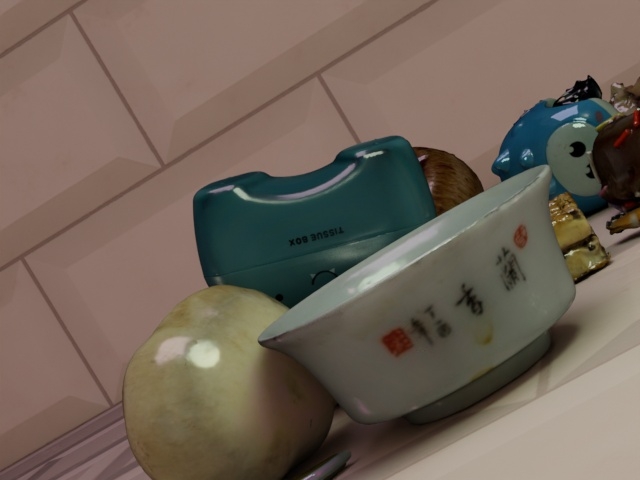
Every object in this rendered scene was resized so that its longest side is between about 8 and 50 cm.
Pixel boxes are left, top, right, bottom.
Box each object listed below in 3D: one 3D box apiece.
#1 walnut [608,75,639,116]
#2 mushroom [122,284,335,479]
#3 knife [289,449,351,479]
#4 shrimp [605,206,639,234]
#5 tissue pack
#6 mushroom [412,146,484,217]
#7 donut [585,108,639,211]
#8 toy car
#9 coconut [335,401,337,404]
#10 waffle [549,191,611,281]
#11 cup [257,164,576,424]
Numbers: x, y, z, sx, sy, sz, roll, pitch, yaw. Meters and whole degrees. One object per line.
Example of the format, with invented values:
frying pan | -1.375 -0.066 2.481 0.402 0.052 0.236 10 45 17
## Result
walnut | 0.528 -0.196 2.460 0.238 0.141 0.204 -31 -10 23
mushroom | -0.121 0.179 1.599 0.234 0.254 0.260 -17 -31 40
knife | -0.118 0.301 1.465 0.343 0.027 0.061 -31 -2 7
shrimp | 0.439 -0.058 1.792 0.166 0.049 0.161 -32 7 34
tissue pack | 0.000 0.000 1.731 0.287 0.206 0.198 -13 8 2
mushroom | 0.060 -0.007 2.164 0.331 0.356 0.334 125 165 -56
donut | 0.529 -0.169 1.951 0.345 0.136 0.259 -32 -1 -1
toy car | 0.372 -0.119 2.214 0.190 0.188 0.255 -42 10 -28
coconut | -0.032 0.131 1.892 0.202 0.202 0.222 -30 -3 11
waffle | 0.207 0.053 1.810 0.308 0.091 0.213 -31 3 9
cup | 0.122 0.078 1.465 0.347 0.163 0.347 -31 3 2
